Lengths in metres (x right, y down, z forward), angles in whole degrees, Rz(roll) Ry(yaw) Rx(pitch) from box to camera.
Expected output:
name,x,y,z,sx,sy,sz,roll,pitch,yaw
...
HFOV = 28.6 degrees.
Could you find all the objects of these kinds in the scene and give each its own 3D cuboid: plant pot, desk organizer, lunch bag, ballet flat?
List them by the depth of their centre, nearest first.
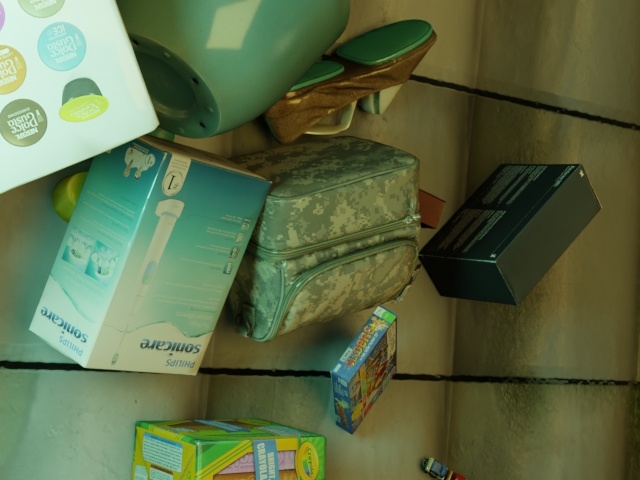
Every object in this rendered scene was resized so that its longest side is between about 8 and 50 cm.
name,x,y,z,sx,sy,sz,roll,pitch,yaw
plant pot,-0.146,-0.274,1.595,0.293,0.293,0.235,49,59,-27
lunch bag,0.000,0.000,1.870,0.305,0.212,0.256,-17,118,-35
ballet flat,0.046,-0.238,1.960,0.342,0.116,0.124,-30,129,-33
desk organizer,0.142,-0.064,2.067,0.130,0.047,0.050,23,80,-35

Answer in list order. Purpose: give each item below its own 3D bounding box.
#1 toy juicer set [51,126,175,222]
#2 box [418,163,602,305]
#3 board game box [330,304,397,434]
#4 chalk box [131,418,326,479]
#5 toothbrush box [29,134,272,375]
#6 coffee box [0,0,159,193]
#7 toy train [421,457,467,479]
name,x,y,z,sx,sy,sz,roll,pitch,yaw
toy juicer set,-0.285,-0.193,1.723,0.209,0.089,0.329,48,66,-8
box,0.321,-0.016,2.119,0.261,0.184,0.103,-45,116,-27
board game box,0.071,0.204,1.952,0.136,0.035,0.201,-52,159,-25
chalk box,-0.107,0.355,1.807,0.289,0.180,0.179,4,89,-39
toothbrush box,-0.222,0.019,1.661,0.216,0.126,0.296,11,102,-53
coffee box,-0.420,-0.237,1.381,0.337,0.338,0.334,-24,113,-15
toy train,0.231,0.413,2.154,0.158,0.036,0.027,35,70,-33
